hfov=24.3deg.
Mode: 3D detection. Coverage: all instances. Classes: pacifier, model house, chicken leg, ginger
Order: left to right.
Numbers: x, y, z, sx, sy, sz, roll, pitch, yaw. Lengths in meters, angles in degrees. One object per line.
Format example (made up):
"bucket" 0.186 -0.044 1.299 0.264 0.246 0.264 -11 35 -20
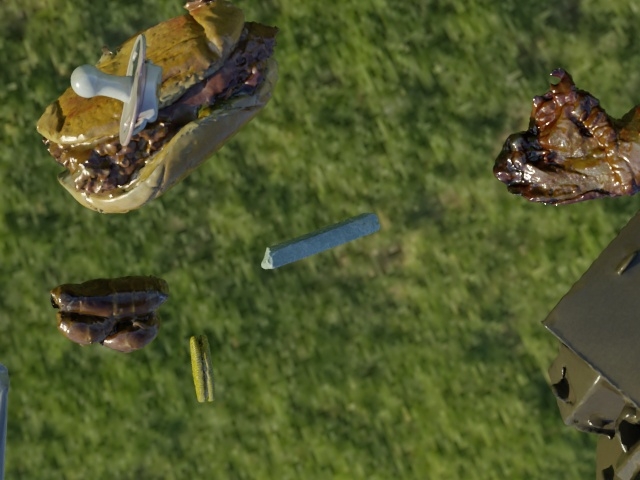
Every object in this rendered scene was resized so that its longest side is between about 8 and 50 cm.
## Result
"ginger" -0.282 0.097 1.969 0.162 0.073 0.103 0 108 -24
"pacifier" -0.178 -0.131 1.283 0.078 0.099 0.081 9 162 -19
"chicken leg" 0.371 -0.143 1.887 0.322 0.177 0.083 -11 -177 21
"model house" 0.210 0.101 0.796 0.243 0.211 0.204 -39 163 -43

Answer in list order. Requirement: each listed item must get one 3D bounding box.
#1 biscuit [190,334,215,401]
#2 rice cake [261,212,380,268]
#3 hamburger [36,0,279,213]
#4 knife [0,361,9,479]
"biscuit" -0.145 0.157 1.830 0.023 0.084 0.084 -7 147 -8
"rice cake" -0.001 0.000 1.864 0.170 0.029 0.033 -21 -167 -29
"hamburger" -0.196 -0.147 1.742 0.282 0.245 0.155 -7 135 39
"knife" -0.220 0.170 0.873 0.073 0.266 0.040 1 -179 -2
